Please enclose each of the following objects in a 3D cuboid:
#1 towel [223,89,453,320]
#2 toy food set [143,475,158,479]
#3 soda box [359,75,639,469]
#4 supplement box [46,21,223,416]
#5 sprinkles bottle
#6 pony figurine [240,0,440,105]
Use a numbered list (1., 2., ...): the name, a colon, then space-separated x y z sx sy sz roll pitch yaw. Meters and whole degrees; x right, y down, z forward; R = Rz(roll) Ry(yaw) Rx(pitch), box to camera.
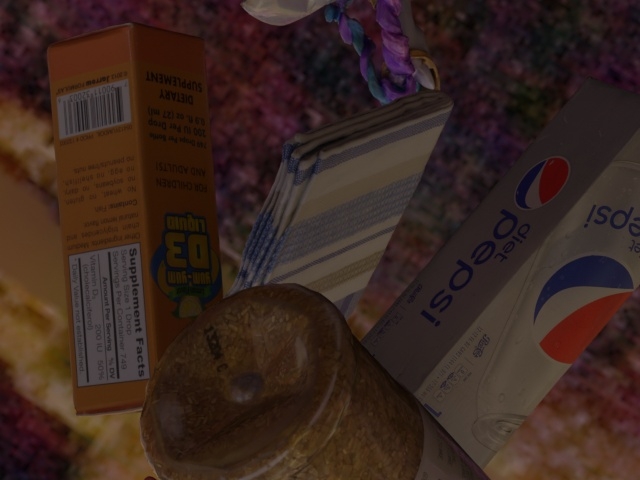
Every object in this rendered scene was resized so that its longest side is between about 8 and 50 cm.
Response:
1. towel: 0.000 0.000 1.331 0.034 0.209 0.285 42 130 23
2. toy food set: -0.184 0.305 1.721 0.020 0.082 0.083 -9 -150 -41
3. soda box: 0.150 0.025 1.094 0.091 0.286 0.098 42 178 -29
4. supplement box: -0.111 -0.011 0.952 0.080 0.233 0.078 -7 174 33
5. sprinkles bottle: 0.048 0.165 0.849 0.121 0.121 0.355 22 160 46
6. pony figurine: 0.071 -0.350 1.825 0.303 0.363 0.351 -12 164 11
